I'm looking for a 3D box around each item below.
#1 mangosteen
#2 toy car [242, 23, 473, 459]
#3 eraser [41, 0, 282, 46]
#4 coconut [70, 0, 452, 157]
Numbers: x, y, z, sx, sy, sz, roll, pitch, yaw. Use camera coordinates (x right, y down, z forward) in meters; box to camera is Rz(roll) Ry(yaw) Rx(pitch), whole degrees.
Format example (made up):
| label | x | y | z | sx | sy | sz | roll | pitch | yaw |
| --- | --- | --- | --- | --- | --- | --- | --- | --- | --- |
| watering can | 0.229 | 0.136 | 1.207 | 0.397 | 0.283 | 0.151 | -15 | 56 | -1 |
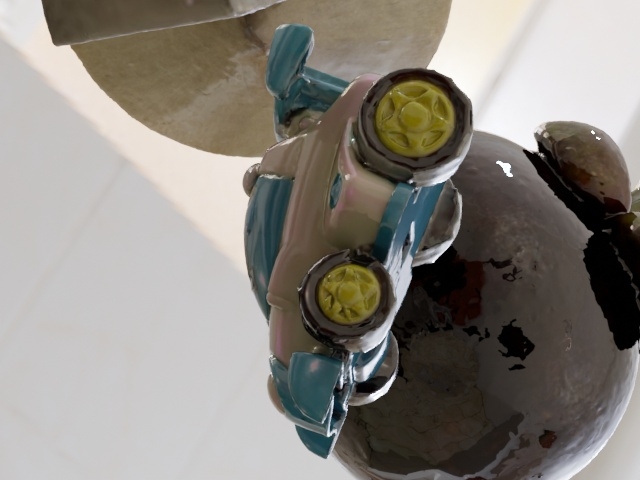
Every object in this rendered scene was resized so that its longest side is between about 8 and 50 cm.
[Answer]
| label | x | y | z | sx | sy | sz | roll | pitch | yaw |
| --- | --- | --- | --- | --- | --- | --- | --- | --- | --- |
| mangosteen | 0.170 | 0.063 | 1.873 | 0.435 | 0.382 | 0.382 | -11 | -20 | -8 |
| toy car | 0.000 | 0.000 | 0.846 | 0.098 | 0.161 | 0.126 | 22 | -16 | 11 |
| eraser | -0.004 | -0.191 | 1.140 | 0.144 | 0.343 | 0.078 | -5 | -74 | 38 |
| coconut | -0.049 | -0.208 | 1.470 | 0.329 | 0.329 | 0.329 | 26 | -21 | 11 |
